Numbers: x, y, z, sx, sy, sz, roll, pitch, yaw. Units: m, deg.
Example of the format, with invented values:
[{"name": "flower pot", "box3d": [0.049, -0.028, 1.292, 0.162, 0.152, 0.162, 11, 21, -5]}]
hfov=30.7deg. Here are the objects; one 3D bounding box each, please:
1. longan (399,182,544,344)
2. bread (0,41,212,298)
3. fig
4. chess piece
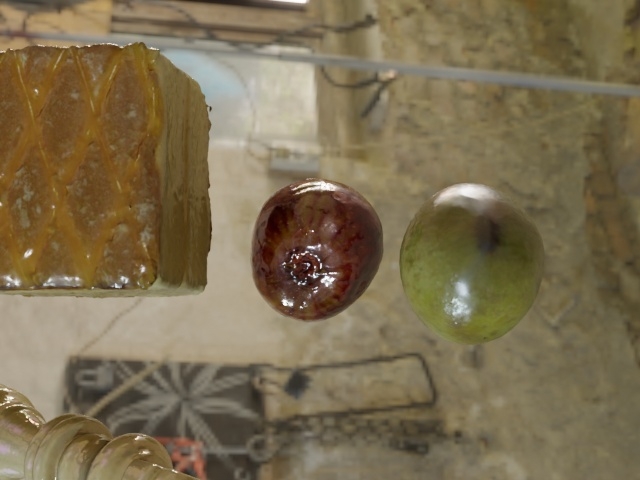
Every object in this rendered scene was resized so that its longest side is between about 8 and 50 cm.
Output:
[{"name": "longan", "box3d": [0.145, 0.025, 1.161, 0.154, 0.145, 0.176, -56, 3, -23]}, {"name": "bread", "box3d": [-0.279, -0.069, 1.314, 0.207, 0.279, 0.279, 29, -122, -75]}, {"name": "fig", "box3d": [0.002, -0.004, 1.451, 0.207, 0.175, 0.175, -56, -23, -61]}, {"name": "chess piece", "box3d": [-0.262, 0.236, 1.226, 0.397, 0.117, 0.117, 6, 94, 45]}]
